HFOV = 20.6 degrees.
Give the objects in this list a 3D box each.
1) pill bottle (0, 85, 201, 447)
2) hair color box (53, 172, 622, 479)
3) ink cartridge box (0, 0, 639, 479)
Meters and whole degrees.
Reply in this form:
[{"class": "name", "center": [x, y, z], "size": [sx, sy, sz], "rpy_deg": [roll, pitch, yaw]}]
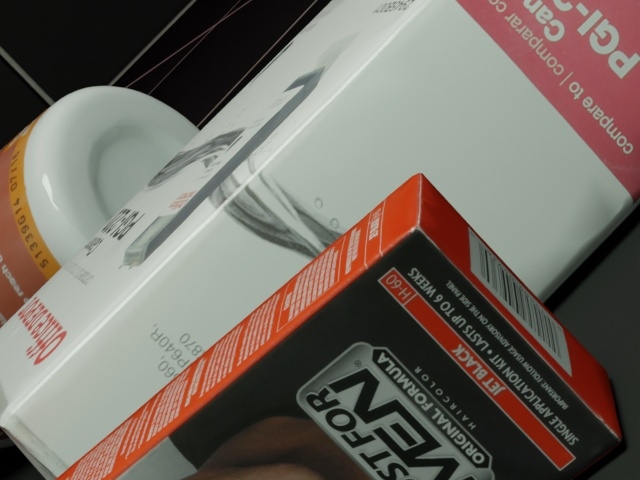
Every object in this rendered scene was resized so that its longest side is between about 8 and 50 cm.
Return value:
[{"class": "pill bottle", "center": [-0.143, 0.027, 0.847], "size": [0.216, 0.121, 0.121], "rpy_deg": [-34, 15, 38]}, {"class": "hair color box", "center": [-0.006, 0.058, 0.419], "size": [0.141, 0.072, 0.043], "rpy_deg": [-41, 12, 16]}, {"class": "ink cartridge box", "center": [0.000, 0.000, 0.551], "size": [0.218, 0.092, 0.158], "rpy_deg": [-47, 12, -8]}]
